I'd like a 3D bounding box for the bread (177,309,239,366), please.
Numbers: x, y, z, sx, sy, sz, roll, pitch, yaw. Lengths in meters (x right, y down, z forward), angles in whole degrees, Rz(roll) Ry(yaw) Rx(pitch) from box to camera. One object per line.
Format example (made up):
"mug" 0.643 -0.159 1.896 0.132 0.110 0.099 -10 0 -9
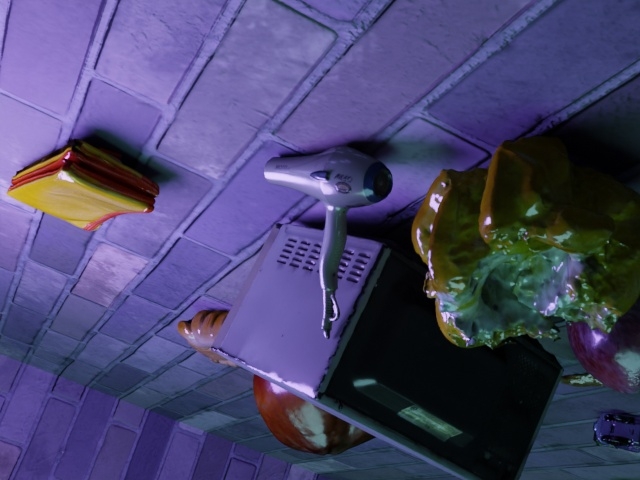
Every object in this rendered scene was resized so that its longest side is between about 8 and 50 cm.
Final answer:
"bread" -0.155 0.173 1.593 0.225 0.081 0.134 -1 145 40

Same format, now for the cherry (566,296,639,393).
"cherry" 0.325 0.067 0.905 0.140 0.176 0.176 48 150 -8

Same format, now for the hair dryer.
"hair dryer" -0.011 -0.014 0.975 0.067 0.199 0.167 4 -161 -45

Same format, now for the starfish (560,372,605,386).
"starfish" 0.462 0.165 1.173 0.295 0.048 0.231 1 147 23

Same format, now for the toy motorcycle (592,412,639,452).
"toy motorcycle" 0.541 0.330 1.473 0.173 0.058 0.100 5 161 31

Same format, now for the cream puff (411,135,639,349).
"cream puff" 0.194 -0.011 0.835 0.221 0.194 0.195 -15 144 24

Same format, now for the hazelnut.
"hazelnut" 0.015 0.242 1.444 0.252 0.217 0.217 -10 153 3

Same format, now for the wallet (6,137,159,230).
"wallet" -0.322 -0.072 1.201 0.141 0.067 0.241 27 160 -31

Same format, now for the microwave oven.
"microwave oven" 0.095 0.141 1.134 0.355 0.218 0.286 33 167 -31
